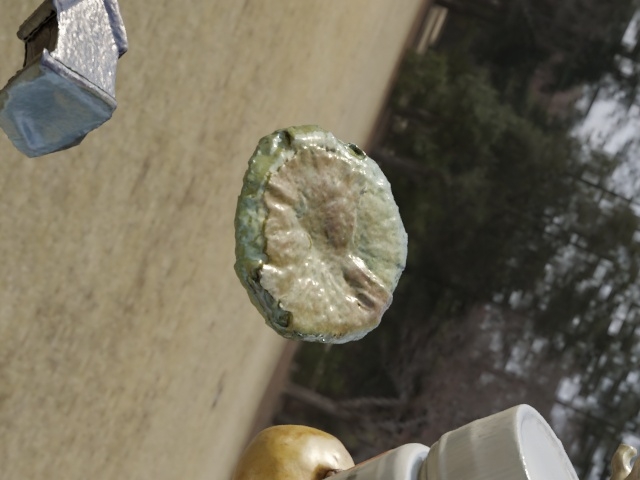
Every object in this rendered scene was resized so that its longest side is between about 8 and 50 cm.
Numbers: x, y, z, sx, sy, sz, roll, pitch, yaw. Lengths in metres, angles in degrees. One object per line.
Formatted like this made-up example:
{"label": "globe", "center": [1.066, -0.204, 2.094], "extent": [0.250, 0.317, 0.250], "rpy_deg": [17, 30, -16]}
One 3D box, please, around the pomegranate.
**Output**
{"label": "pomegranate", "center": [-0.027, 0.326, 1.595], "extent": [0.196, 0.196, 0.196], "rpy_deg": [24, 90, -86]}

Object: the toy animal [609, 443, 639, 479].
{"label": "toy animal", "center": [0.527, 0.408, 1.882], "extent": [0.169, 0.233, 0.121], "rpy_deg": [-58, -163, -18]}

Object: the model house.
{"label": "model house", "center": [-0.252, -0.176, 1.183], "extent": [0.165, 0.106, 0.152], "rpy_deg": [-25, -129, 44]}

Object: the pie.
{"label": "pie", "center": [0.000, 0.000, 1.641], "extent": [0.071, 0.306, 0.306], "rpy_deg": [-7, -128, 53]}

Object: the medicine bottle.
{"label": "medicine bottle", "center": [0.074, 0.319, 1.235], "extent": [0.371, 0.211, 0.211], "rpy_deg": [-26, -170, 18]}
